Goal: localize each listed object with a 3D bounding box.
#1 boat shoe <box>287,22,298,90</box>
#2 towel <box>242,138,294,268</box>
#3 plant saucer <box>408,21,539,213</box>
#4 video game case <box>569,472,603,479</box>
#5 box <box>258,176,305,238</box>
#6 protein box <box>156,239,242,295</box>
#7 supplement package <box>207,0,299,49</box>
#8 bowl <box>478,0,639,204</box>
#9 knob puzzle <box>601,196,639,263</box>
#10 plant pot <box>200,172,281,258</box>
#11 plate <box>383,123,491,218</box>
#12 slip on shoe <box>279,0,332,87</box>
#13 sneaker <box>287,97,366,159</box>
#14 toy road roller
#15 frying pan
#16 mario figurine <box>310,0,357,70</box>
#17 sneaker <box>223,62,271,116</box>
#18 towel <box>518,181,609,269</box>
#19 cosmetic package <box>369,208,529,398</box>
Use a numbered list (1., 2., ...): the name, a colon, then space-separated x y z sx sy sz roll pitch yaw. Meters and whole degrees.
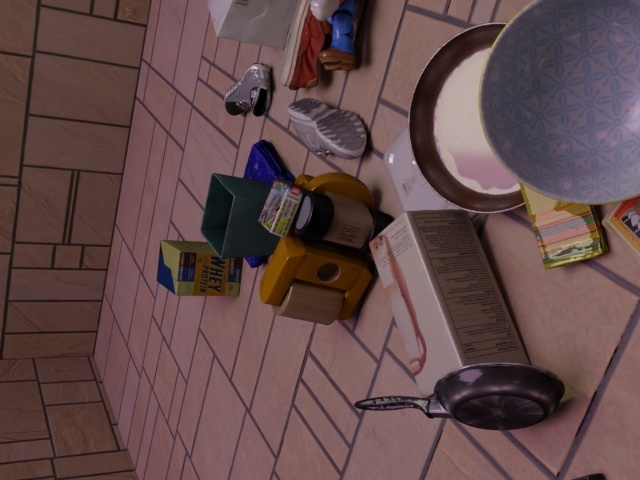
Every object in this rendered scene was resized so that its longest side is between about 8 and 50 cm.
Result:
1. boat shoe: -0.053 -0.473 1.830 0.064 0.060 0.178 165 108 -69
2. towel: -0.183 -0.104 2.008 0.228 0.076 0.308 57 135 46
3. plant saucer: 0.285 -0.200 1.180 0.310 0.050 0.311 7 100 42
4. video game case: 0.361 0.509 1.076 0.275 0.035 0.248 -46 50 49
5. box: -0.087 -0.075 1.549 0.207 0.036 0.114 -148 80 -76
6. protein box: -0.376 0.084 2.196 0.200 0.201 0.136 20 105 58
7. supplement package: -0.155 -0.668 1.880 0.262 0.204 0.145 -55 43 43
8. bowl: 0.368 -0.205 0.970 0.156 0.289 0.289 -48 -23 -66
9. knob puzzle: 0.474 -0.042 0.933 0.213 0.030 0.213 -10 79 59
10. plant pot: -0.156 -0.058 1.802 0.166 0.234 0.165 44 125 53
11. plate: 0.218 -0.144 1.362 0.278 0.045 0.277 -52 46 45
12. slip on shoe: -0.019 -0.527 1.754 0.123 0.101 0.331 155 128 -74
13. sneaker: 0.025 -0.247 1.679 0.281 0.105 0.115 45 155 49
14. toy road roller: 0.000 0.000 1.582 0.329 0.202 0.240 -64 25 26
15. frying pan: 0.209 0.242 1.096 0.197 0.326 0.053 81 -169 -53
16. mario figurine: 0.020 -0.555 1.614 0.198 0.170 0.321 8 96 61
17. sneaker: -0.211 -0.403 2.076 0.228 0.086 0.132 -43 54 49
18. towel: 0.353 -0.079 1.085 0.102 0.021 0.237 -23 79 41
19. cosmetic package: 0.214 0.104 1.220 0.129 0.153 0.296 -45 55 49
